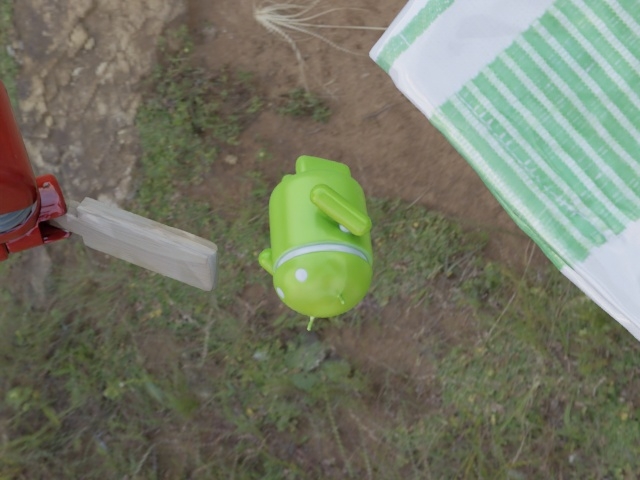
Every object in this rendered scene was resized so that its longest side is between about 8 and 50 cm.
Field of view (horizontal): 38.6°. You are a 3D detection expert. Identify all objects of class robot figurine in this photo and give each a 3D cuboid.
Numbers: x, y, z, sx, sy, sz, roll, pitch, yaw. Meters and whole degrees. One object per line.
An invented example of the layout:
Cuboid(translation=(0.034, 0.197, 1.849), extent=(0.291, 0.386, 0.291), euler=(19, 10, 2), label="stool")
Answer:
Cuboid(translation=(0.000, 0.000, 0.610), extent=(0.067, 0.115, 0.101), euler=(12, 146, -26), label="robot figurine")

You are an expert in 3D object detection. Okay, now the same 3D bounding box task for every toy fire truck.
Cuboid(translation=(-0.201, -0.020, 0.586), extent=(0.246, 0.217, 0.158), euler=(-17, 74, -18), label="toy fire truck")

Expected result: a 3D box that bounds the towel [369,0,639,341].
Cuboid(translation=(0.190, -0.033, 0.279), extent=(0.325, 0.038, 0.248), euler=(49, 118, 15), label="towel")
